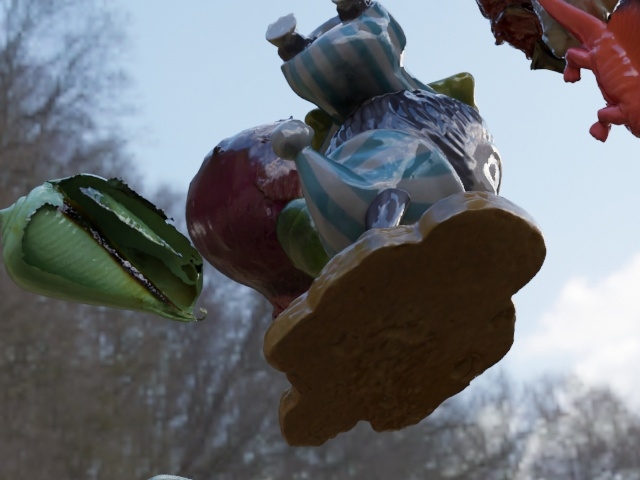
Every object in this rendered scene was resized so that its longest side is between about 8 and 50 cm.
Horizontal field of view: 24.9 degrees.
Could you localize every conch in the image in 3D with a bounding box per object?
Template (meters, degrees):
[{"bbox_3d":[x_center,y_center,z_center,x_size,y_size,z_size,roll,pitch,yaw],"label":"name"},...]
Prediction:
[{"bbox_3d":[-0.246,0.004,1.661,0.251,0.143,0.137,9,-10,-2],"label":"conch"}]

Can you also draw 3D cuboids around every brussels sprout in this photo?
[{"bbox_3d":[0.003,-0.003,2.202,0.155,0.117,0.155,36,-2,2],"label":"brussels sprout"}]

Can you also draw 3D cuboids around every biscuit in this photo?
[{"bbox_3d":[0.088,0.094,1.590,0.376,0.051,0.269,-45,-51,15],"label":"biscuit"}]

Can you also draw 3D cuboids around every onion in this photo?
[{"bbox_3d":[-0.059,-0.007,2.436,0.348,0.385,0.348,-5,-14,-1],"label":"onion"}]

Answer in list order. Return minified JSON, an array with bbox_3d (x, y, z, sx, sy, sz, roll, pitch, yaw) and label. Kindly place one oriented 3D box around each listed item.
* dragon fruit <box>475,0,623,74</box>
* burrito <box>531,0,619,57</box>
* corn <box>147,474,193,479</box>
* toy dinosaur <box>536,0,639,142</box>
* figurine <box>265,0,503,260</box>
[{"bbox_3d":[0.355,-0.404,2.035,0.277,0.342,0.277,16,13,-4],"label":"dragon fruit"},{"bbox_3d":[0.276,-0.304,1.475,0.175,0.347,0.107,-19,-61,16],"label":"burrito"},{"bbox_3d":[-0.120,0.415,2.069,0.305,0.122,0.123,18,-24,-23],"label":"corn"},{"bbox_3d":[0.260,-0.183,1.280,0.070,0.286,0.139,-18,-24,-12],"label":"toy dinosaur"},{"bbox_3d":[0.084,-0.105,1.780,0.266,0.377,0.361,-31,-70,10],"label":"figurine"}]
